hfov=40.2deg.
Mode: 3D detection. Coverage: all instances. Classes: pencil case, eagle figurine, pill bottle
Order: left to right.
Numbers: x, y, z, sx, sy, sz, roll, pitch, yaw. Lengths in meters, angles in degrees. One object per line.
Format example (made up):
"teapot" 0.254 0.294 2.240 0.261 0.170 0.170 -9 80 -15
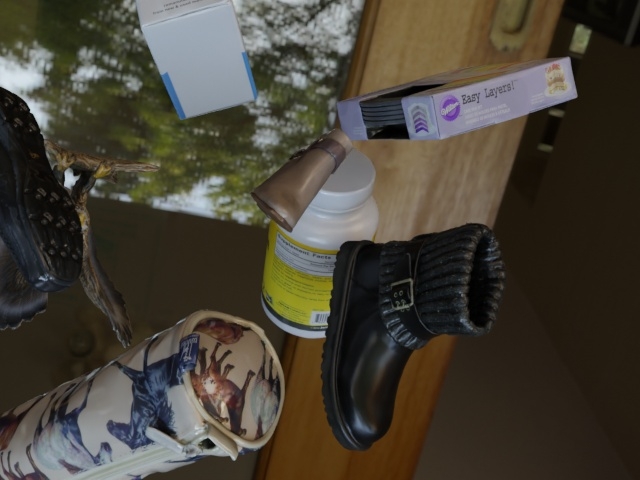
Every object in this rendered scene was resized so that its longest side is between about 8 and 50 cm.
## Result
"eagle figurine" -0.391 0.004 1.341 0.226 0.298 0.225 5 173 7
"pencil case" -0.245 0.227 1.018 0.160 0.410 0.183 56 -155 -15
"pill bottle" 0.000 0.000 1.553 0.188 0.334 0.188 6 -139 -5

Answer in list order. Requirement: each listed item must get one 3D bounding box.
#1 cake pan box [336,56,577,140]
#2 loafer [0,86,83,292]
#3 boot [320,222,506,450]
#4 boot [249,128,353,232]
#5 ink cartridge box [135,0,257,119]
"cake pan box" 0.187 -0.202 1.271 0.267 0.070 0.246 -19 -167 -26
"loafer" -0.279 -0.041 0.793 0.076 0.078 0.223 23 -145 -60
"boot" 0.140 0.149 1.311 0.260 0.347 0.131 -3 171 37
"boot" -0.011 -0.050 0.672 0.042 0.087 0.118 47 177 -12
"ink cartridge box" -0.201 -0.373 1.287 0.129 0.223 0.307 -16 -117 -1
